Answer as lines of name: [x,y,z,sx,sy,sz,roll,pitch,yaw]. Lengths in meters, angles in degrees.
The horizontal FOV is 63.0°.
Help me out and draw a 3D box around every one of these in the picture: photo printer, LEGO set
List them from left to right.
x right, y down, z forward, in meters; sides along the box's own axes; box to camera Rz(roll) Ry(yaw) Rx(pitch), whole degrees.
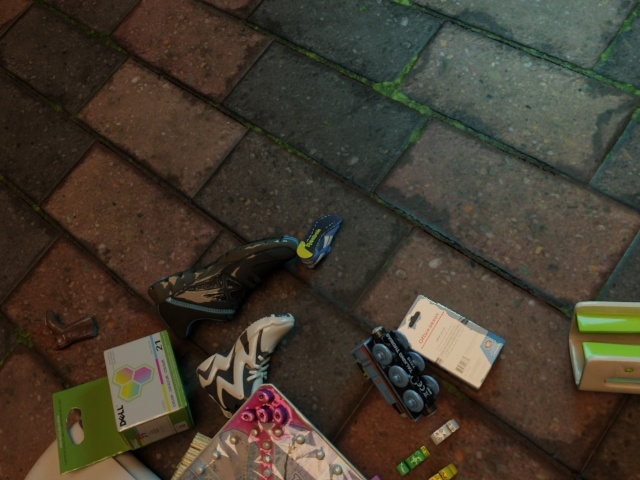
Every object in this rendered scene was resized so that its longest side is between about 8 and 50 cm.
photo printer: [-0.453,0.527,1.021,0.307,0.107,0.256,30,78,23]
LEGO set: [0.171,0.413,0.913,0.227,0.093,0.087,-37,65,-2]

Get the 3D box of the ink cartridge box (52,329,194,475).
ink cartridge box: [-0.402,0.316,1.033,0.255,0.097,0.189,-17,50,-17]

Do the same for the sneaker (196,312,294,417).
sneaker: [-0.124,0.263,1.049,0.235,0.094,0.153,-34,66,0]

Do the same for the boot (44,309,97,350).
boot: [-0.582,0.192,1.225,0.114,0.037,0.106,-25,78,8]

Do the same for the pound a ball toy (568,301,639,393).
pound a ball toy: [0.605,0.166,0.897,0.319,0.136,0.208,0,44,14]

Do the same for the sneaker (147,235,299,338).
sneaker: [-0.193,0.094,1.139,0.340,0.125,0.140,-24,90,3]

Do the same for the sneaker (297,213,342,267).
sneaker: [0.000,0.000,1.146,0.053,0.059,0.144,19,55,32]

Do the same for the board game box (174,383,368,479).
board game box: [-0.089,0.514,0.867,0.390,0.050,0.390,42,89,14]

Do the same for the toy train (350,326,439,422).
toy train: [0.141,0.250,0.975,0.080,0.105,0.184,-26,79,-41]

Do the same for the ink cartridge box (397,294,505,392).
ink cartridge box: [0.244,0.194,0.998,0.180,0.060,0.104,30,79,23]

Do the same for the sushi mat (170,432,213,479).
sushi mat: [-0.126,0.478,0.952,0.316,0.019,0.151,18,56,10]
